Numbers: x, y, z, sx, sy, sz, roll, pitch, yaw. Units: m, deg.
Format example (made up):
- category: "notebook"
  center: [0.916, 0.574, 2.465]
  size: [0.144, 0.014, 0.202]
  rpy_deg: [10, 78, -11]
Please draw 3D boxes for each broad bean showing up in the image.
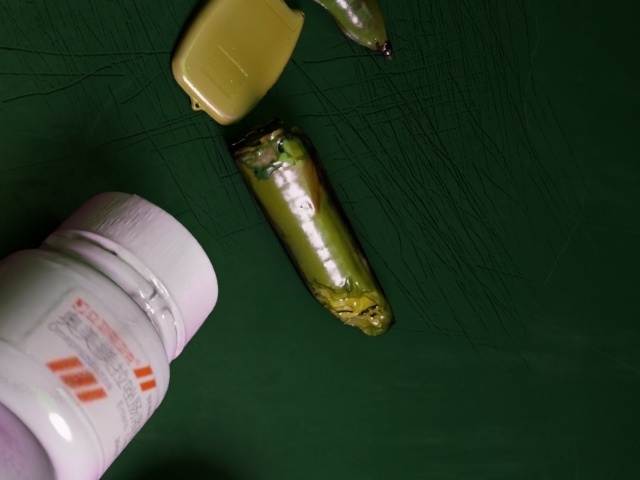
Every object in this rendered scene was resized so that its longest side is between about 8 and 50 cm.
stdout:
- category: "broad bean"
  center: [0.009, -0.372, 2.040]
  size: [0.339, 0.061, 0.077]
  rpy_deg: [38, 77, -30]

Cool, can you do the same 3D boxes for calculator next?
- category: "calculator"
  center: [-0.112, -0.271, 1.958]
  size: [0.157, 0.033, 0.236]
  rpy_deg: [44, 64, -29]

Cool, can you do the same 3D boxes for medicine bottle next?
- category: "medicine bottle"
  center: [-0.291, 0.119, 1.658]
  size: [0.325, 0.256, 0.256]
  rpy_deg: [-50, 117, -38]

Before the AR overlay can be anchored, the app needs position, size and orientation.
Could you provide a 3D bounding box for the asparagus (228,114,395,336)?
- category: "asparagus"
  center: [0.000, 0.000, 1.983]
  size: [0.108, 0.128, 0.382]
  rpy_deg: [-27, 110, 2]
